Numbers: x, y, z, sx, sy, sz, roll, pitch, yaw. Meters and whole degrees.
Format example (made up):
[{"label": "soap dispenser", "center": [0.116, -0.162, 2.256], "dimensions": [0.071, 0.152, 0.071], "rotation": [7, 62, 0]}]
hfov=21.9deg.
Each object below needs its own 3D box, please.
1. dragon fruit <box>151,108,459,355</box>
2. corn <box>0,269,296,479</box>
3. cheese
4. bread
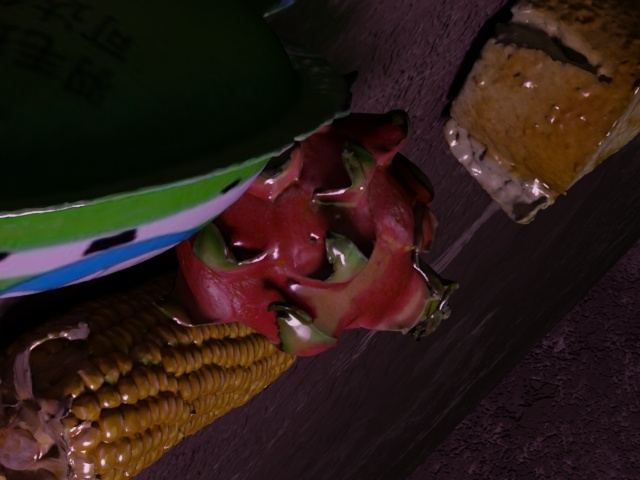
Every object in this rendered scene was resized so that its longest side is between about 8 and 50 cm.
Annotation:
[{"label": "dragon fruit", "center": [-0.004, 0.001, 0.869], "dimensions": [0.236, 0.137, 0.135], "rotation": [45, 57, -60]}, {"label": "corn", "center": [-0.093, 0.067, 0.936], "dimensions": [0.106, 0.106, 0.293], "rotation": [-55, 168, 23]}, {"label": "cheese", "center": [-0.081, -0.056, 0.510], "dimensions": [0.320, 0.204, 0.083], "rotation": [-51, 142, -64]}, {"label": "bread", "center": [0.198, -0.123, 1.262], "dimensions": [0.186, 0.124, 0.257], "rotation": [-49, 169, 27]}]
